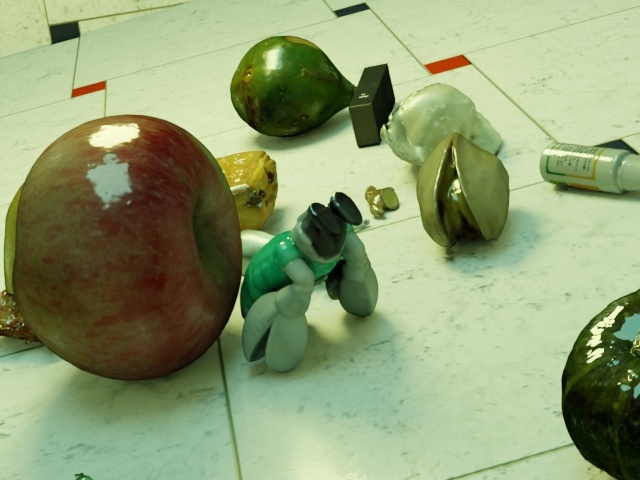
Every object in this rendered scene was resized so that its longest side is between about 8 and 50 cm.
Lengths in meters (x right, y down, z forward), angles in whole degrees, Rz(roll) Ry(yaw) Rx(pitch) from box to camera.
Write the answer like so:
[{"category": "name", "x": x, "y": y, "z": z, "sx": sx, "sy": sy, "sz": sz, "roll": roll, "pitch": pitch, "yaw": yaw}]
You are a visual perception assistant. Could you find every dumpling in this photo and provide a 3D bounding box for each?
[{"category": "dumpling", "x": 0.201, "y": -0.173, "z": 2.023, "sx": 0.172, "sy": 0.142, "sz": 0.247, "roll": 37, "pitch": 38, "yaw": 18}]

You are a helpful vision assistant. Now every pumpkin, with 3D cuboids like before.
[{"category": "pumpkin", "x": 0.331, "y": 0.134, "z": 1.166, "sx": 0.223, "sy": 0.157, "sz": 0.224, "roll": -20, "pitch": 34, "yaw": 14}]

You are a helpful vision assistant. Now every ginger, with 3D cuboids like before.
[{"category": "ginger", "x": 0.092, "y": -0.065, "z": 1.925, "sx": 0.048, "sy": 0.030, "sz": 0.097, "roll": -16, "pitch": 24, "yaw": 0}]

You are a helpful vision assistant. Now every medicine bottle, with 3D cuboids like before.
[{"category": "medicine bottle", "x": 0.419, "y": -0.098, "z": 1.779, "sx": 0.092, "sy": 0.061, "sz": 0.220, "roll": -9, "pitch": 15, "yaw": -43}]

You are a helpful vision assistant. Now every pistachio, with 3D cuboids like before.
[{"category": "pistachio", "x": 0.193, "y": -0.067, "z": 1.745, "sx": 0.129, "sy": 0.131, "sz": 0.206, "roll": -17, "pitch": 26, "yaw": 15}]

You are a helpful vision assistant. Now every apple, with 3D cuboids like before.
[{"category": "apple", "x": -0.251, "y": 0.008, "z": 1.588, "sx": 0.269, "sy": 0.345, "sz": 0.345, "roll": -9, "pitch": 23, "yaw": 17}]

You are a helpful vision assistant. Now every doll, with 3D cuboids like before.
[{"category": "doll", "x": -0.025, "y": 0.059, "z": 1.531, "sx": 0.195, "sy": 0.153, "sz": 0.258, "roll": -31, "pitch": -17, "yaw": -7}]

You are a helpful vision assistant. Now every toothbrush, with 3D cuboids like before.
[{"category": "toothbrush", "x": 0.000, "y": 0.000, "z": 1.853, "sx": 0.162, "sy": 0.014, "sz": 0.017, "roll": -23, "pitch": 10, "yaw": -19}]

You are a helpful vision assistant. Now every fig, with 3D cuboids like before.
[{"category": "fig", "x": -0.037, "y": -0.270, "z": 2.334, "sx": 0.244, "sy": 0.195, "sz": 0.195, "roll": 13, "pitch": 13, "yaw": -23}]

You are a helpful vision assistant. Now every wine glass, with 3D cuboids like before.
[{"category": "wine glass", "x": -0.046, "y": 0.023, "z": 1.759, "sx": 0.155, "sy": 0.072, "sz": 0.072, "roll": 3, "pitch": 28, "yaw": 36}]

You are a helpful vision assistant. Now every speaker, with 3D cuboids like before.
[{"category": "speaker", "x": 0.093, "y": -0.241, "z": 2.270, "sx": 0.044, "sy": 0.082, "sz": 0.218, "roll": -7, "pitch": 25, "yaw": 14}]

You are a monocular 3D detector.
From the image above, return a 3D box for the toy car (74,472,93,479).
[{"category": "toy car", "x": -0.270, "y": 0.287, "z": 1.297, "sx": 0.142, "sy": 0.055, "sz": 0.069, "roll": -14, "pitch": 29, "yaw": -26}]

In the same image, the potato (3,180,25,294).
[{"category": "potato", "x": -0.370, "y": -0.028, "z": 1.816, "sx": 0.178, "sy": 0.158, "sz": 0.203, "roll": 1, "pitch": 16, "yaw": 44}]

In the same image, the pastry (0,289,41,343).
[{"category": "pastry", "x": -0.398, "y": 0.109, "z": 1.778, "sx": 0.169, "sy": 0.063, "sz": 0.087, "roll": 6, "pitch": 53, "yaw": 33}]

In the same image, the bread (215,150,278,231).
[{"category": "bread", "x": -0.178, "y": -0.048, "z": 1.969, "sx": 0.235, "sy": 0.099, "sz": 0.210, "roll": -16, "pitch": 20, "yaw": 11}]
